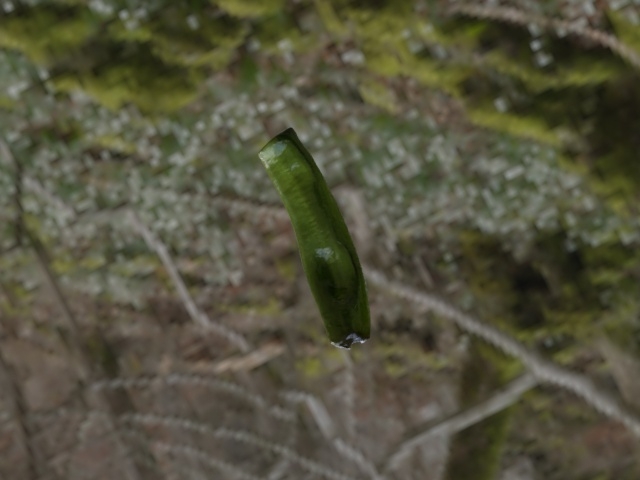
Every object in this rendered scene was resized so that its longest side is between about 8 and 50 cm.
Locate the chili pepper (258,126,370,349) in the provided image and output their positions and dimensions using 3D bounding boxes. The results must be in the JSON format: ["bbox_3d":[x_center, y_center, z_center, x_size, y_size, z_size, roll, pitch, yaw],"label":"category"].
[{"bbox_3d":[0.000,0.000,1.575,0.052,0.201,0.050,-18,165,-11],"label":"chili pepper"}]
